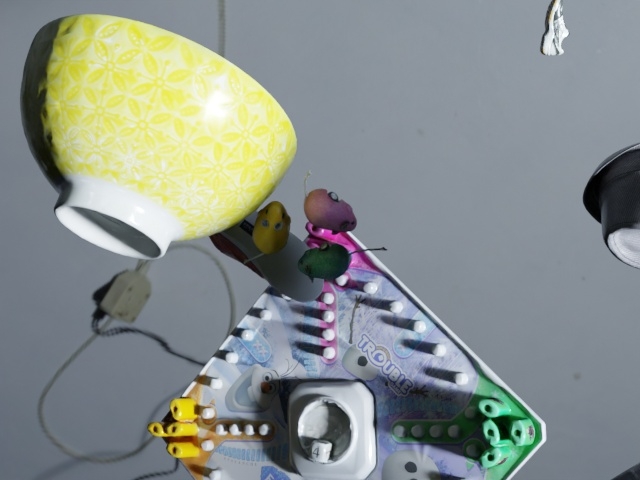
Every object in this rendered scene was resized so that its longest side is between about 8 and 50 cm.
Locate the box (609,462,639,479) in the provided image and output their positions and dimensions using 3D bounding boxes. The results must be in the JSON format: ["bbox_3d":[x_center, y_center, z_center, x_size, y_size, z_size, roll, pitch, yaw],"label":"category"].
[{"bbox_3d":[0.548,0.509,1.356,0.076,0.242,0.307,-27,112,-8],"label":"box"}]

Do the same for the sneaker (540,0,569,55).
[{"bbox_3d":[0.340,-0.306,1.336,0.037,0.032,0.083,9,108,3],"label":"sneaker"}]

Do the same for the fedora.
[{"bbox_3d":[0.512,-0.033,1.320,0.275,0.124,0.244,2,146,17],"label":"fedora"}]

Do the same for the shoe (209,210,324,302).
[{"bbox_3d":[-0.070,0.009,1.116,0.178,0.081,0.063,41,77,1],"label":"shoe"}]

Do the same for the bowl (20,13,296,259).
[{"bbox_3d":[-0.183,-0.074,0.939,0.289,0.289,0.156,20,69,-4],"label":"bowl"}]

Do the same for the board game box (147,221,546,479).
[{"bbox_3d":[0.006,0.232,1.140,0.390,0.050,0.390,45,105,27],"label":"board game box"}]

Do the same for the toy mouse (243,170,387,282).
[{"bbox_3d":[0.000,0.000,0.979,0.143,0.031,0.161,18,133,-3],"label":"toy mouse"}]
